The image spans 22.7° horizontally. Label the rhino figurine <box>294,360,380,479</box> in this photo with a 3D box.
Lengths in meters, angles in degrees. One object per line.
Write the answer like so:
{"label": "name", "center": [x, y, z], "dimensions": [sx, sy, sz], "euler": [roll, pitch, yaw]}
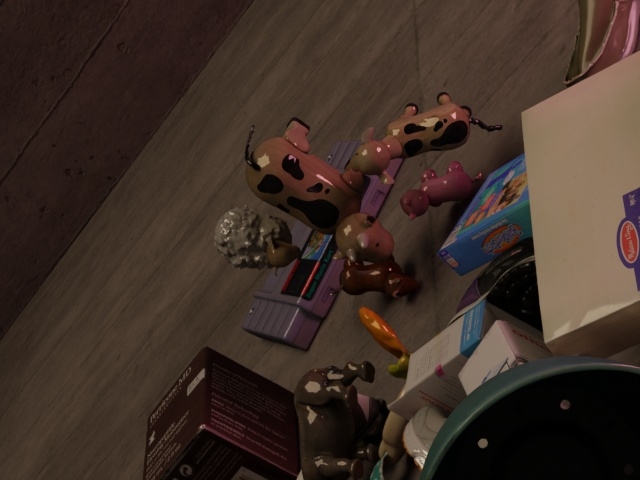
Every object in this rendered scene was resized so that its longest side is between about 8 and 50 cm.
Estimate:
{"label": "rhino figurine", "center": [0.018, 0.273, 1.998], "dimensions": [0.106, 0.073, 0.243], "euler": [-3, 90, 39]}

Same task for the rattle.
{"label": "rattle", "center": [0.065, 0.207, 1.940], "dimensions": [0.200, 0.142, 0.130], "euler": [-62, 1, 16]}

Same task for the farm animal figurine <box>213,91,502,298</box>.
{"label": "farm animal figurine", "center": [0.041, -0.062, 2.150], "dimensions": [0.172, 0.326, 0.330], "euler": [-73, 1, -65]}

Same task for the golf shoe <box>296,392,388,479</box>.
{"label": "golf shoe", "center": [0.003, 0.268, 2.099], "dimensions": [0.198, 0.094, 0.077], "euler": [-53, 21, 23]}

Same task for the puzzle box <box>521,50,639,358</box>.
{"label": "puzzle box", "center": [0.343, -0.063, 1.637], "dimensions": [0.272, 0.052, 0.409], "euler": [-26, 32, 22]}

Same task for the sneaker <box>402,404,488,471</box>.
{"label": "sneaker", "center": [0.180, 0.230, 1.714], "dimensions": [0.121, 0.099, 0.262], "euler": [-56, 27, 8]}

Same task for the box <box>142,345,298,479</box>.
{"label": "box", "center": [-0.145, 0.300, 2.311], "dimensions": [0.168, 0.167, 0.203], "euler": [-52, 21, 23]}

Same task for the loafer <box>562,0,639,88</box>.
{"label": "loafer", "center": [0.353, -0.289, 2.020], "dimensions": [0.094, 0.087, 0.251], "euler": [-22, 42, 61]}

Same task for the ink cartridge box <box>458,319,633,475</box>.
{"label": "ink cartridge box", "center": [0.231, 0.176, 1.581], "dimensions": [0.082, 0.139, 0.191], "euler": [-58, 18, 14]}

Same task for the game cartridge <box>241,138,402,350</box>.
{"label": "game cartridge", "center": [0.000, 0.000, 2.550], "dimensions": [0.355, 0.068, 0.230], "euler": [-63, 15, -8]}

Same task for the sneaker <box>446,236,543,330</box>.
{"label": "sneaker", "center": [0.247, 0.032, 1.812], "dimensions": [0.283, 0.107, 0.124], "euler": [-34, 26, 52]}

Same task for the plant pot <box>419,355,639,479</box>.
{"label": "plant pot", "center": [0.214, 0.229, 1.354], "dimensions": [0.293, 0.293, 0.235], "euler": [-59, 4, 5]}

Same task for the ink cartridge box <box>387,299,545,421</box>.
{"label": "ink cartridge box", "center": [0.169, 0.153, 1.822], "dimensions": [0.181, 0.104, 0.062], "euler": [-42, 26, 43]}

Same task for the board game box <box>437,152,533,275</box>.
{"label": "board game box", "center": [0.250, -0.054, 1.949], "dimensions": [0.210, 0.047, 0.160], "euler": [-33, 17, 54]}
